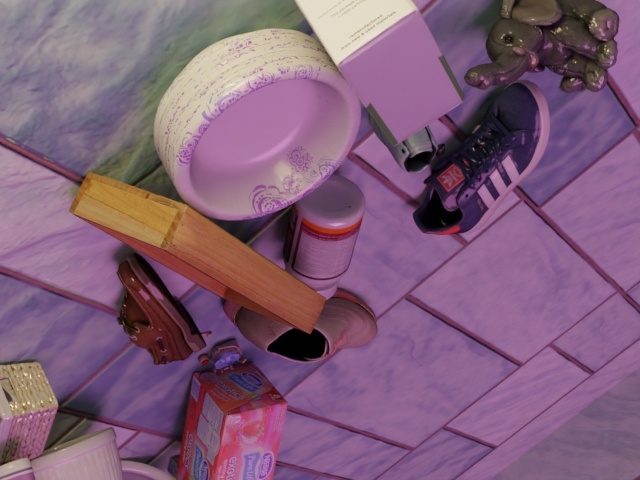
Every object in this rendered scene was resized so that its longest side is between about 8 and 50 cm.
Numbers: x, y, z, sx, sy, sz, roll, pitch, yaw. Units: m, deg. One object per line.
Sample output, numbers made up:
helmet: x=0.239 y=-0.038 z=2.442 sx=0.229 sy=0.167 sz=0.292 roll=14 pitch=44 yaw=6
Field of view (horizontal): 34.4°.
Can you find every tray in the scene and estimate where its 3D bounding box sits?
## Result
tray: x=-0.175 y=0.025 z=1.600 sx=0.411 sy=0.202 sz=0.076 roll=39 pitch=74 yaw=-55

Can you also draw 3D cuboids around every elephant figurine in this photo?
elephant figurine: x=0.333 y=-0.319 z=1.623 sx=0.239 sy=0.186 sz=0.170 roll=4 pitch=101 yaw=-6

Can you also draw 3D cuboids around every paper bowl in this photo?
paper bowl: x=-0.097 y=-0.174 z=1.455 sx=0.284 sy=0.148 sz=0.284 roll=-21 pitch=145 yaw=-16

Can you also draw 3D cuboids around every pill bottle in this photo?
pill bottle: x=0.000 y=0.000 z=1.781 sx=0.121 sy=0.121 sz=0.221 roll=-15 pitch=143 yaw=-24

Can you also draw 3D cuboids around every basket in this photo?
basket: x=-0.522 y=0.296 z=1.754 sx=0.103 sy=0.113 sz=0.167 roll=-8 pitch=140 yaw=-38

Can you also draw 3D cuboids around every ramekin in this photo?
ramekin: x=-0.460 y=0.429 z=1.893 sx=0.207 sy=0.109 sz=0.207 roll=-20 pitch=176 yaw=-1

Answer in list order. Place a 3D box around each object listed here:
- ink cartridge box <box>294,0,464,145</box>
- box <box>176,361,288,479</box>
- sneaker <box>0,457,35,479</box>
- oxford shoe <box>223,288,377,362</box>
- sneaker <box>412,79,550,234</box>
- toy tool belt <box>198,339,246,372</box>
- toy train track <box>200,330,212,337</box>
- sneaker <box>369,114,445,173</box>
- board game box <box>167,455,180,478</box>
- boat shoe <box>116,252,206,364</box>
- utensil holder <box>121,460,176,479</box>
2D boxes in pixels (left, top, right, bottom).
ink cartridge box: x=0.046 y=-0.289 z=1.308 sx=0.117 sy=0.278 sz=0.201 roll=-33 pitch=147 yaw=8
box: x=-0.181 y=0.414 z=2.070 sx=0.142 sy=0.154 sz=0.300 roll=-6 pitch=120 yaw=-33
sneaker: x=-0.546 y=0.479 z=1.758 sx=0.102 sy=0.161 sz=0.282 roll=-16 pitch=169 yaw=-35
oxford shoe: x=-0.013 y=0.181 z=1.978 sx=0.397 sy=0.146 sz=0.140 roll=11 pitch=125 yaw=-47
sneaker: x=0.273 y=-0.130 z=1.822 sx=0.148 sy=0.131 sz=0.350 roll=-12 pitch=142 yaw=-34
toy tool belt: x=-0.188 y=0.229 z=1.987 sx=0.083 sy=0.051 sz=0.052 roll=-24 pitch=146 yaw=-12
toy train track: x=-0.239 y=0.185 z=1.924 sx=0.083 sy=0.014 sz=0.048 roll=-12 pitch=142 yaw=-29
sneaker: x=0.136 y=-0.216 z=1.586 sx=0.094 sy=0.151 sz=0.256 roll=-23 pitch=144 yaw=-10
board game box: x=-0.228 y=0.526 z=2.252 sx=0.194 sy=0.194 sz=0.060 roll=2 pitch=137 yaw=-20
boat shoe: x=-0.283 y=0.134 z=1.735 sx=0.104 sy=0.111 sz=0.307 roll=-30 pitch=146 yaw=-4
utensil holder: x=-0.453 y=0.696 z=2.144 sx=0.327 sy=0.328 sz=0.385 roll=1 pitch=137 yaw=-40
